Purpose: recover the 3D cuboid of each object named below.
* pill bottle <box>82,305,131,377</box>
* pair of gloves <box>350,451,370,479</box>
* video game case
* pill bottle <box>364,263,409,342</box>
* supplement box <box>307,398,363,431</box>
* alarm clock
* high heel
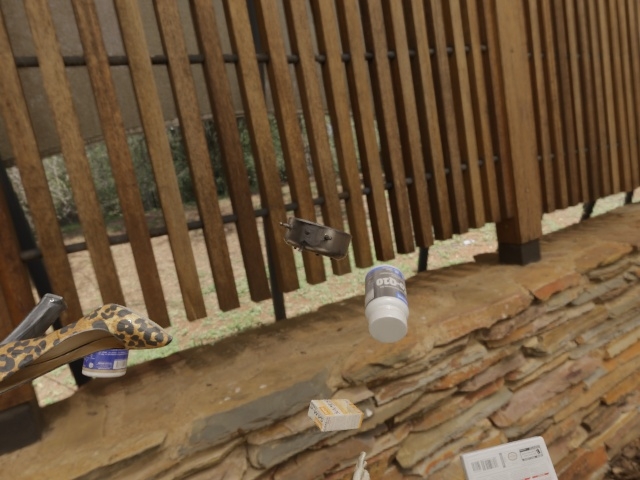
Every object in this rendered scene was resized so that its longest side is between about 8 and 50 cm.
[{"bbox_3d":[-0.593,0.281,1.167,0.111,0.187,0.112,5,-10,1],"label":"pill bottle"},{"bbox_3d":[0.037,0.535,0.782,0.042,0.240,0.204,22,42,13],"label":"pair of gloves"},{"bbox_3d":[0.189,0.257,0.385,0.087,0.122,0.011,-8,-22,-10],"label":"video game case"},{"bbox_3d":[0.119,0.113,0.754,0.078,0.078,0.137,-9,33,11],"label":"pill bottle"},{"bbox_3d":[0.032,0.363,0.866,0.098,0.036,0.062,12,5,-32],"label":"supplement box"},{"bbox_3d":[0.000,0.000,0.833,0.129,0.064,0.192,16,2,21],"label":"alarm clock"},{"bbox_3d":[-0.382,0.188,0.648,0.261,0.093,0.186,9,46,10],"label":"high heel"}]
